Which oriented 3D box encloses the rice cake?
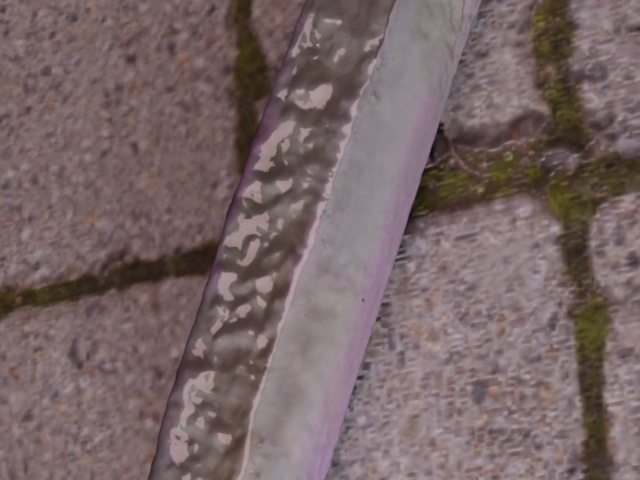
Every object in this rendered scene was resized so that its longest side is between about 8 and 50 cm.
[{"bbox_3d":[0.000,-0.001,0.787,0.064,0.070,0.399,16,84,33],"label":"rice cake"}]
